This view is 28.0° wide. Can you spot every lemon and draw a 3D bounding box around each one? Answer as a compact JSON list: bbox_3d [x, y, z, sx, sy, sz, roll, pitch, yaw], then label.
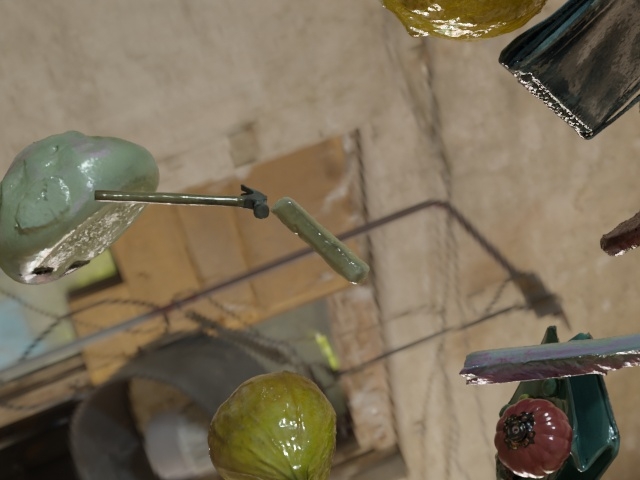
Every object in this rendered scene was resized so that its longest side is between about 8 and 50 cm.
[{"bbox_3d":[0.157,-0.376,1.522,0.316,0.285,0.285,84,-16,-79],"label":"lemon"}]

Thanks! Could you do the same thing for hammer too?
[{"bbox_3d":[-0.146,-0.045,1.350,0.062,0.182,0.017,-105,-161,-67],"label":"hammer"}]

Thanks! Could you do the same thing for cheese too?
[{"bbox_3d":[0.000,0.000,2.102,0.194,0.043,0.065,41,4,8],"label":"cheese"}]

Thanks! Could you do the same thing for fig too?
[{"bbox_3d":[-0.043,0.252,1.464,0.257,0.159,0.159,-118,-170,-69],"label":"fig"}]

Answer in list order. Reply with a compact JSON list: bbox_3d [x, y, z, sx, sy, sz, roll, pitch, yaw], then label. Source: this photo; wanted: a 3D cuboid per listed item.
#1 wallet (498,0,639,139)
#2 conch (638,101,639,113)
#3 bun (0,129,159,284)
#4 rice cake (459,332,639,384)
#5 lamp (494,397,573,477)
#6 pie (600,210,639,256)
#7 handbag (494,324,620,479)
[{"bbox_3d":[0.388,-0.272,1.748,0.075,0.237,0.342,56,17,26],"label":"wallet"},{"bbox_3d":[0.625,-0.227,2.279,0.102,0.153,0.135,-69,-167,-15],"label":"conch"},{"bbox_3d":[-0.398,-0.074,1.967,0.187,0.293,0.293,49,-13,5],"label":"bun"},{"bbox_3d":[0.323,0.161,1.703,0.081,0.290,0.051,-20,100,-67],"label":"rice cake"},{"bbox_3d":[0.283,0.263,1.709,0.092,0.107,0.107,27,24,-45],"label":"lamp"},{"bbox_3d":[0.488,-0.025,1.921,0.036,0.154,0.154,58,-11,-1],"label":"pie"},{"bbox_3d":[0.360,0.307,2.052,0.269,0.100,0.274,-92,-160,-46],"label":"handbag"}]
